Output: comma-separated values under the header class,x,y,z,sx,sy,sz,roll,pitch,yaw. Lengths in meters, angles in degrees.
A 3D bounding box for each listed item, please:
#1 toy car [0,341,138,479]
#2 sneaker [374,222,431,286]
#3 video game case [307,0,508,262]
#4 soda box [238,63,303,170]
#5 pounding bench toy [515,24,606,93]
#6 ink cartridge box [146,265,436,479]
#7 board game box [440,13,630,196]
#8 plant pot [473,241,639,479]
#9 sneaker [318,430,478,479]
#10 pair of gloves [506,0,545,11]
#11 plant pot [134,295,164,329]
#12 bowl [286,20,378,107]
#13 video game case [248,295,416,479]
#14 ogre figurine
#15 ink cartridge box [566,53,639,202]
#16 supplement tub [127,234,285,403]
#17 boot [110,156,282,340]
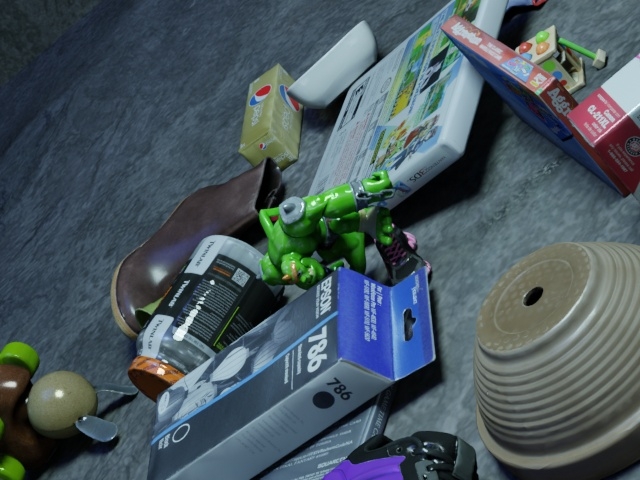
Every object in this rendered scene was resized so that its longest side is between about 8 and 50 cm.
class,x,y,z,sx,sy,sz,roll,pitch,yaw
toy car,-0.321,0.217,1.924,0.188,0.149,0.155,-4,36,17
sneaker,0.079,0.012,1.657,0.047,0.057,0.119,-39,26,7
video game case,0.095,-0.144,1.836,0.300,0.036,0.329,-37,23,43
soda box,-0.066,-0.164,2.141,0.058,0.061,0.181,-33,28,23
pounding bench toy,0.259,-0.199,1.690,0.083,0.065,0.052,-31,28,28
ink cartridge box,-0.035,0.140,1.577,0.333,0.065,0.165,-35,26,19
board game box,0.217,-0.143,1.576,0.027,0.145,0.281,-44,25,4
plant pot,0.209,0.079,1.296,0.237,0.110,0.237,-34,27,20
sneaker,0.084,0.225,1.272,0.146,0.102,0.293,-49,25,-10
pair of gloves,0.250,-0.337,1.968,0.159,0.023,0.198,-8,45,50
plant pot,-0.170,0.091,1.910,0.079,0.083,0.083,-43,22,-25
bowl,0.023,-0.225,2.070,0.142,0.053,0.142,-43,0,3
video game case,-0.008,0.186,1.565,0.196,0.026,0.274,-23,32,40
ogre figurine,0.000,0.000,1.644,0.197,0.118,0.096,139,123,-67
ink cartridge box,0.329,-0.114,1.379,0.175,0.127,0.072,-41,26,10
supplement tub,-0.133,0.098,1.781,0.117,0.117,0.190,-8,43,53
boot,-0.158,0.004,1.989,0.207,0.090,0.248,-31,24,34
